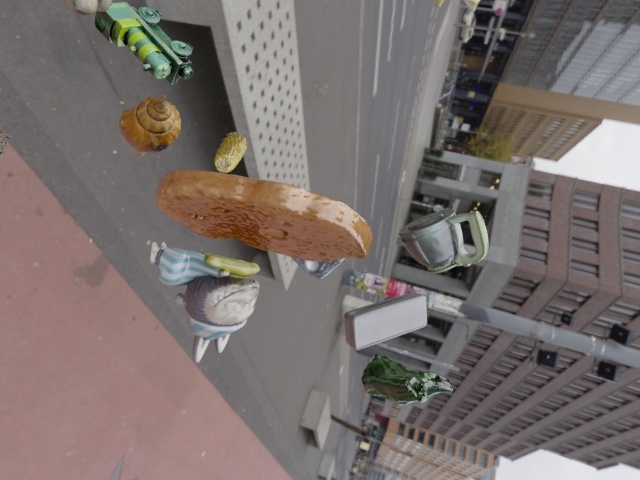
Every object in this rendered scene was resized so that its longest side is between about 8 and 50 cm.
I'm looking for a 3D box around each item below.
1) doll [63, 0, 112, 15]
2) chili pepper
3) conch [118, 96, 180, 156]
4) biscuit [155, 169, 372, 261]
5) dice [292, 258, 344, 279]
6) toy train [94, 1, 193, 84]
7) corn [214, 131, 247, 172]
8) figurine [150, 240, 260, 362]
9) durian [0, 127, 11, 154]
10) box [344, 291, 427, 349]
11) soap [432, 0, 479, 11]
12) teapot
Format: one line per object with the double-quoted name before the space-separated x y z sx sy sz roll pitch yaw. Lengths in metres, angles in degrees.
"doll" -0.398 -0.500 0.707 0.255 0.152 0.196 -97 -170 -46
"chili pepper" 0.133 0.242 0.711 0.224 0.098 0.060 160 -78 -74
"conch" -0.367 -0.222 0.905 0.109 0.093 0.330 -23 179 -32
"biscuit" -0.109 -0.044 0.878 0.350 0.456 0.078 126 -22 -76
"dice" 0.000 0.000 1.291 0.182 0.181 0.183 -46 180 7
"toy train" -0.377 -0.429 0.926 0.132 0.200 0.083 -40 174 -45
"corn" -0.098 -0.098 0.459 0.027 0.028 0.083 -40 -158 21
"figurine" -0.404 0.222 1.407 0.266 0.362 0.377 142 -39 -83
"durian" -0.884 -0.251 1.104 0.091 0.149 0.188 61 16 -15
"box" 0.183 0.218 1.162 0.055 0.244 0.103 21 -60 61
"soap" 0.281 -0.695 0.854 0.335 0.156 0.293 14 106 -48
"teapot" 0.188 0.006 0.652 0.090 0.092 0.124 64 -15 -9
